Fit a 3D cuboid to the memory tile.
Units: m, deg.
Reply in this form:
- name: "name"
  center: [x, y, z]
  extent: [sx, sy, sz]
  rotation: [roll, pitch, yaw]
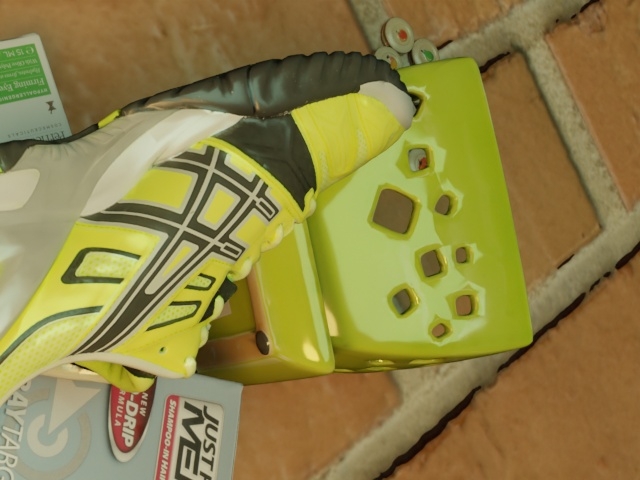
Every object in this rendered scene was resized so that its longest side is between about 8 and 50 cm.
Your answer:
- name: "memory tile"
  center: [0.086, -0.136, 1.059]
  extent: [0.113, 0.012, 0.148]
  rotation: [33, 63, -26]

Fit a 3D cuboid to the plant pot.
- name: "plant pot"
  center: [0.000, 0.000, 0.843]
  extent: [0.207, 0.227, 0.228]
  rotation: [-10, 86, -31]

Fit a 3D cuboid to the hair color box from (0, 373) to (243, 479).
- name: "hair color box"
  center: [-0.255, 0.114, 0.648]
  extent: [0.374, 0.185, 0.113]
  rotation: [16, 70, -33]

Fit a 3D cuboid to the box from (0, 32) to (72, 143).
- name: "box"
  center: [-0.244, -0.082, 0.750]
  extent: [0.101, 0.102, 0.087]
  rotation: [-20, 95, -38]

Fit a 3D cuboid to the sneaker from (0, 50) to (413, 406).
- name: "sneaker"
  center: [-0.096, 0.000, 0.613]
  extent: [0.385, 0.145, 0.147]
  rotation: [-26, 95, -31]
